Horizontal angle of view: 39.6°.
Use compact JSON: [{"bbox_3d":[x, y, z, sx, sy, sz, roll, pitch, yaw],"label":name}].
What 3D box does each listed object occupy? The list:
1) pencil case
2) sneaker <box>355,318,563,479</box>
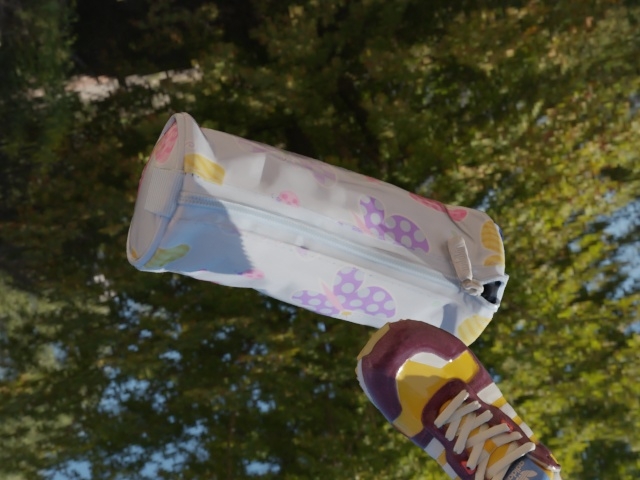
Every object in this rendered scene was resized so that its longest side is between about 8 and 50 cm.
[{"bbox_3d":[0.000,0.000,0.641,0.273,0.113,0.124,17,-165,-21],"label":"pencil case"},{"bbox_3d":[0.097,0.118,0.532,0.069,0.185,0.084,-47,-152,-6],"label":"sneaker"}]
